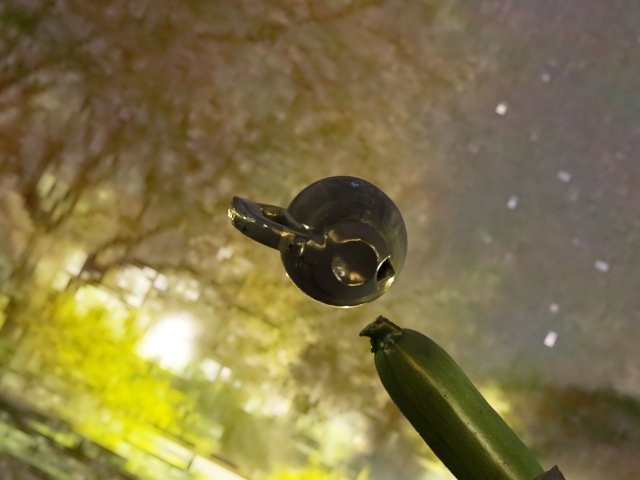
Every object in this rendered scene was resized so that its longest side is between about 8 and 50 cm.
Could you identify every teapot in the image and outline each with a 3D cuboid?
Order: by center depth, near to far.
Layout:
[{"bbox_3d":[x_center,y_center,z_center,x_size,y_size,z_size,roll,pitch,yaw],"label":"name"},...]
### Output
[{"bbox_3d":[0.009,-0.006,1.435,0.149,0.111,0.108,46,4,-12],"label":"teapot"}]

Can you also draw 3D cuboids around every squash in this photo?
[{"bbox_3d":[0.191,0.253,2.352,0.395,0.107,0.107,49,-11,-14],"label":"squash"}]

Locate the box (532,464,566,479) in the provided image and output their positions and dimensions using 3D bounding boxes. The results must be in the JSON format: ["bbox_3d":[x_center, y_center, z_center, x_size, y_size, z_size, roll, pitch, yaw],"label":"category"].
[{"bbox_3d":[0.176,0.307,1.230,0.231,0.149,0.155,57,3,-3],"label":"box"}]
